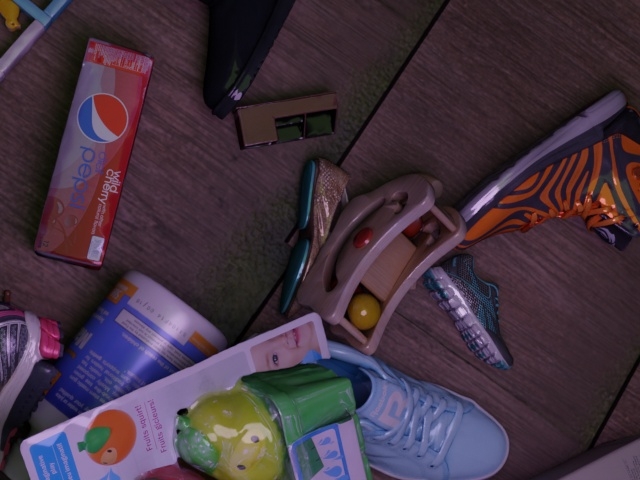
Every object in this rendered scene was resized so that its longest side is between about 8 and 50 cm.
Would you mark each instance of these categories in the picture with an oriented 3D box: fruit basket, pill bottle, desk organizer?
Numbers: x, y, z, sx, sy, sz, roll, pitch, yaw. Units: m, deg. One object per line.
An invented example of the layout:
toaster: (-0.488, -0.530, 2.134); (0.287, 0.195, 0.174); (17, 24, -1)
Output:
fruit basket: (-0.106, 0.284, 1.271); (0.353, 0.165, 0.327); (-24, 111, -34)
pill bottle: (-0.244, 0.181, 1.399); (0.152, 0.152, 0.272); (38, 79, -6)
desk organizer: (-0.042, -0.151, 1.520); (0.130, 0.047, 0.050); (-11, 90, -12)

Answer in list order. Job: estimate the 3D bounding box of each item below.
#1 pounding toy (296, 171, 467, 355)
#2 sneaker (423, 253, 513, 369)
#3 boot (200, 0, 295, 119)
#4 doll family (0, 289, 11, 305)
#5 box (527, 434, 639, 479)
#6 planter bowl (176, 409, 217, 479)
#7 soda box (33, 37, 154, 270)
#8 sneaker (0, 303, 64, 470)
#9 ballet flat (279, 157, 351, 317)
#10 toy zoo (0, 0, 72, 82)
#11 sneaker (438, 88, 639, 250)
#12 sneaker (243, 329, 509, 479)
pounding toy: (0.106, 0.025, 1.456); (0.155, 0.154, 0.269); (43, 63, -28)
sneaker: (0.206, 0.088, 1.543); (0.076, 0.065, 0.166); (-36, 94, -16)
boot: (-0.148, -0.296, 1.484); (0.207, 0.094, 0.246); (28, 74, -11)
doll family: (-0.437, 0.122, 1.407); (0.111, 0.076, 0.193); (43, 76, 0)
box: (0.311, 0.331, 1.469); (0.275, 0.094, 0.113); (-13, 82, -37)
planter bowl: (-0.112, 0.284, 1.442); (0.217, 0.090, 0.217); (-1, 94, -15)
soda box: (-0.270, -0.101, 1.447); (0.083, 0.092, 0.263); (15, 83, -9)
sneaker: (-0.400, 0.198, 1.349); (0.112, 0.121, 0.299); (23, 103, -27)
ballet flat: (0.000, 0.000, 1.505); (0.067, 0.073, 0.206); (13, 85, -18)
toy zoo: (-0.404, -0.327, 1.471); (0.192, 0.030, 0.293); (40, 79, -6)
sneaker: (0.315, -0.044, 1.541); (0.321, 0.124, 0.180); (-35, 92, -12)
sneaker: (0.073, 0.213, 1.460); (0.366, 0.150, 0.135); (20, 83, -9)
